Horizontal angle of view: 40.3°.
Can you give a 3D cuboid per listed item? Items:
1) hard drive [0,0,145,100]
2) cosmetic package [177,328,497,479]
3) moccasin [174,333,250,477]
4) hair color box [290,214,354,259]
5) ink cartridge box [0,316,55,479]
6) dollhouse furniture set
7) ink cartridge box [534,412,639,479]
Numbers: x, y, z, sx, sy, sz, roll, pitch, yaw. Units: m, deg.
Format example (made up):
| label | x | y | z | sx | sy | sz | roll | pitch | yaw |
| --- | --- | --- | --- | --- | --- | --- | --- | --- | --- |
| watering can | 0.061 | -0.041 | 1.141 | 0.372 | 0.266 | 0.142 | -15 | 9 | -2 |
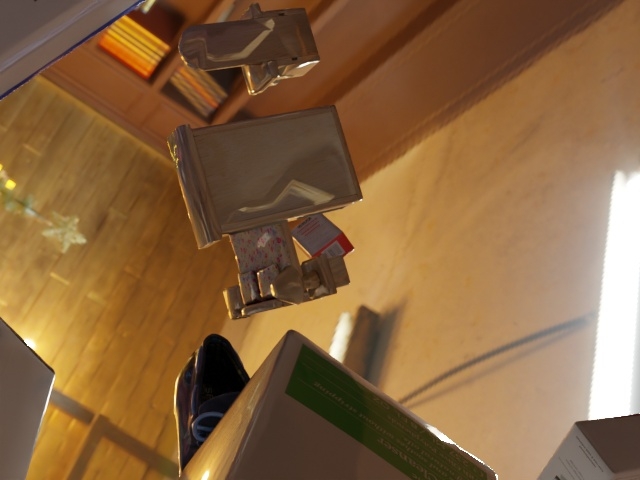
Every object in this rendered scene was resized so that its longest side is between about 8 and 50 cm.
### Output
| label | x | y | z | sx | sy | sz | roll | pitch | yaw |
| --- | --- | --- | --- | --- | --- | --- | --- | --- | --- |
| hard drive | -0.305 | -0.199 | 0.704 | 0.318 | 0.210 | 0.040 | -35 | 163 | -3 |
| cosmetic package | -0.009 | 0.217 | 0.474 | 0.155 | 0.197 | 0.365 | -53 | -175 | 15 |
| moccasin | -0.122 | 0.235 | 1.088 | 0.342 | 0.137 | 0.117 | 47 | -54 | 53 |
| hair color box | 0.000 | 0.000 | 1.540 | 0.072 | 0.043 | 0.141 | -38 | -154 | -3 |
| ink cartridge box | -0.352 | 0.180 | 0.646 | 0.272 | 0.114 | 0.197 | -25 | -145 | 16 |
| dollhouse furniture set | -0.126 | -0.055 | 1.003 | 0.355 | 0.173 | 0.303 | -22 | -97 | 61 |
| ink cartridge box | 0.237 | 0.216 | 0.750 | 0.056 | 0.099 | 0.135 | 58 | -42 | 43 |
